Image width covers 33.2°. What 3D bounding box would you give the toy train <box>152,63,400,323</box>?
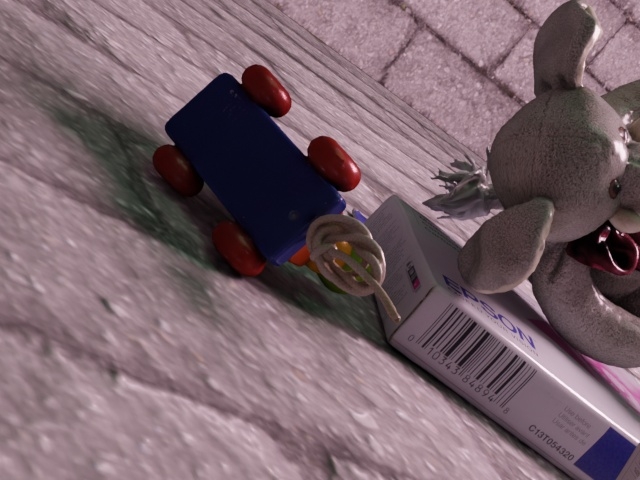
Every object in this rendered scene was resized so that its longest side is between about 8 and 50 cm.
[{"bbox_3d":[0.000,0.000,0.742,0.248,0.105,0.143,49,2,34],"label":"toy train"}]

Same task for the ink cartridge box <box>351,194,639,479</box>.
[{"bbox_3d":[0.182,0.092,0.990,0.324,0.071,0.330,36,15,-15],"label":"ink cartridge box"}]

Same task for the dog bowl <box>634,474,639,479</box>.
[{"bbox_3d":[0.185,0.145,0.384,0.104,0.265,0.265,43,13,2],"label":"dog bowl"}]

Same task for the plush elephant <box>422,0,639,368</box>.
[{"bbox_3d":[0.237,-0.040,0.880,0.330,0.271,0.255,12,-8,13],"label":"plush elephant"}]

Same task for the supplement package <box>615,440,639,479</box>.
[{"bbox_3d":[0.326,0.230,0.646,0.262,0.145,0.204,22,17,-13],"label":"supplement package"}]
